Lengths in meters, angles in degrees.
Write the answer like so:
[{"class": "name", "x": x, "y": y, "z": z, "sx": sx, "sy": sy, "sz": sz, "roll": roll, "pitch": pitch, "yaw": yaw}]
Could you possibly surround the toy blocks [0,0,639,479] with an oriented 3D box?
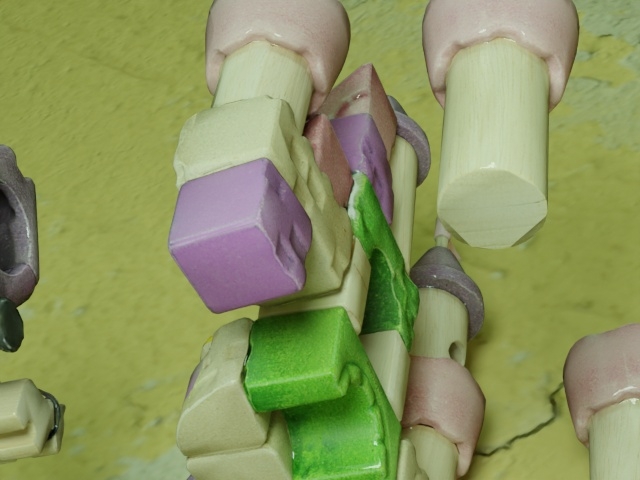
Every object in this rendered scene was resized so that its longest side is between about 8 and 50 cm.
[{"class": "toy blocks", "x": 0.000, "y": 0.000, "z": 0.869, "sx": 0.309, "sy": 0.288, "sz": 0.260, "roll": -12, "pitch": 40, "yaw": 18}]
